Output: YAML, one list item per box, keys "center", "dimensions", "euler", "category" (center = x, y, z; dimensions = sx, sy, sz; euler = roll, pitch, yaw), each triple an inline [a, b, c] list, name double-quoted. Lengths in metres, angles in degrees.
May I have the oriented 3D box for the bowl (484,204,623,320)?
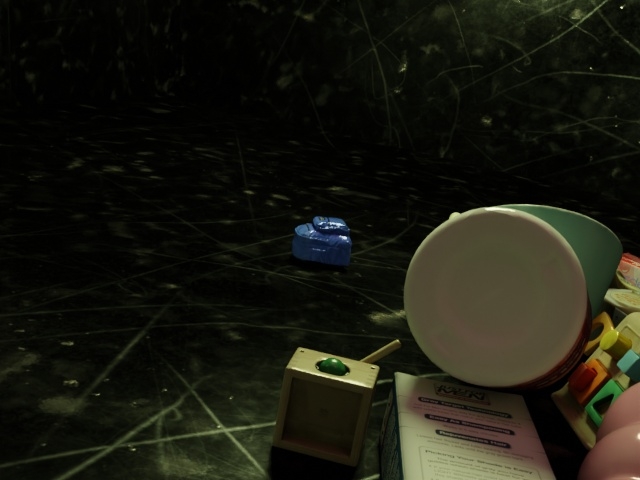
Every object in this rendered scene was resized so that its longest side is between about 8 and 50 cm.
- center: [0.372, 0.082, 1.504]
  dimensions: [0.312, 0.163, 0.311]
  euler: [10, -25, 5]
  category: "bowl"

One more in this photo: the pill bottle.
- center: [0.266, 0.101, 1.189]
  dimensions: [0.224, 0.224, 0.392]
  euler: [16, -5, 21]
  category: "pill bottle"

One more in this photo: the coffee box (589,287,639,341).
- center: [0.599, 0.176, 1.560]
  dimensions: [0.141, 0.098, 0.246]
  euler: [5, 16, -16]
  category: "coffee box"

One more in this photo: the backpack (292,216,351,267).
- center: [0.000, 0.000, 1.808]
  dimensions: [0.120, 0.101, 0.098]
  euler: [4, 10, -8]
  category: "backpack"

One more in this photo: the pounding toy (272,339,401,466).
- center: [0.022, 0.194, 1.075]
  dimensions: [0.130, 0.141, 0.100]
  euler: [12, 16, 8]
  category: "pounding toy"

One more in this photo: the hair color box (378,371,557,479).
- center: [0.161, 0.277, 0.936]
  dimensions: [0.174, 0.105, 0.347]
  euler: [11, 16, 0]
  category: "hair color box"

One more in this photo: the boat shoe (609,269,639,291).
- center: [0.562, 0.084, 1.723]
  dimensions: [0.285, 0.104, 0.089]
  euler: [32, 20, -34]
  category: "boat shoe"

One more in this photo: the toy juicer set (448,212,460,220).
- center: [0.382, 0.010, 1.761]
  dimensions: [0.329, 0.089, 0.209]
  euler: [23, 36, -19]
  category: "toy juicer set"

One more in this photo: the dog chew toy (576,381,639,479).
- center: [0.376, 0.280, 0.920]
  dimensions: [0.207, 0.206, 0.332]
  euler: [21, 28, 33]
  category: "dog chew toy"

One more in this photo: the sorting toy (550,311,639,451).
- center: [0.431, 0.197, 1.246]
  dimensions: [0.047, 0.196, 0.347]
  euler: [40, 11, -13]
  category: "sorting toy"

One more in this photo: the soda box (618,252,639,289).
- center: [0.763, 0.113, 1.885]
  dimensions: [0.084, 0.092, 0.263]
  euler: [-4, 21, -38]
  category: "soda box"
